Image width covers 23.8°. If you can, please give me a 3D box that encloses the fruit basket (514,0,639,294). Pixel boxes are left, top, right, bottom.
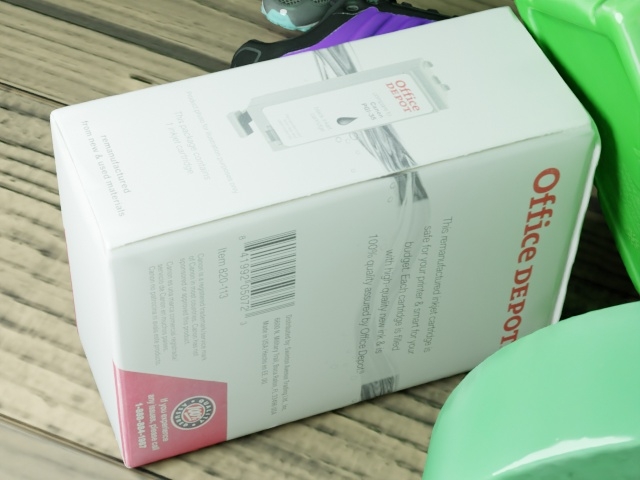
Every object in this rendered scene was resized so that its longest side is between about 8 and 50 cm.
[{"bbox_3d":[0.335,-0.099,0.878,0.392,0.392,0.283,-8,18,-10],"label":"fruit basket"}]

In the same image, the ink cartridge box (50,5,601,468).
[{"bbox_3d":[0.000,0.000,0.892,0.283,0.207,0.117,-15,51,-16],"label":"ink cartridge box"}]

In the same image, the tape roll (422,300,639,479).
[{"bbox_3d":[0.203,0.154,0.705,0.321,0.321,0.077,11,50,5],"label":"tape roll"}]

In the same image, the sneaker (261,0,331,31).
[{"bbox_3d":[0.006,-0.228,1.164,0.065,0.076,0.166,23,53,16],"label":"sneaker"}]

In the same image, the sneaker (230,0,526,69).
[{"bbox_3d":[0.070,-0.127,1.069,0.293,0.102,0.146,-12,52,-13],"label":"sneaker"}]
